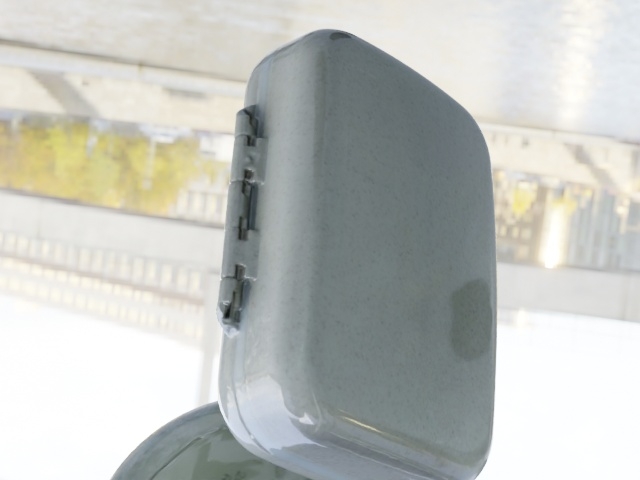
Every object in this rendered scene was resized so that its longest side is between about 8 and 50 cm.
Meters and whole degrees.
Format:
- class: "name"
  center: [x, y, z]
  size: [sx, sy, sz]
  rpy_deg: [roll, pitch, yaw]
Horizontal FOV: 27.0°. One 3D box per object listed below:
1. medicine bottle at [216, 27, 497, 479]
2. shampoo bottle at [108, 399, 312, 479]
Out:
- class: "medicine bottle"
  center: [0.040, 0.019, 1.115]
  size: [0.123, 0.375, 0.282]
  rpy_deg: [-23, 142, 39]
- class: "shampoo bottle"
  center: [-0.051, 0.314, 1.224]
  size: [0.322, 0.322, 0.317]
  rpy_deg: [11, 143, 39]
